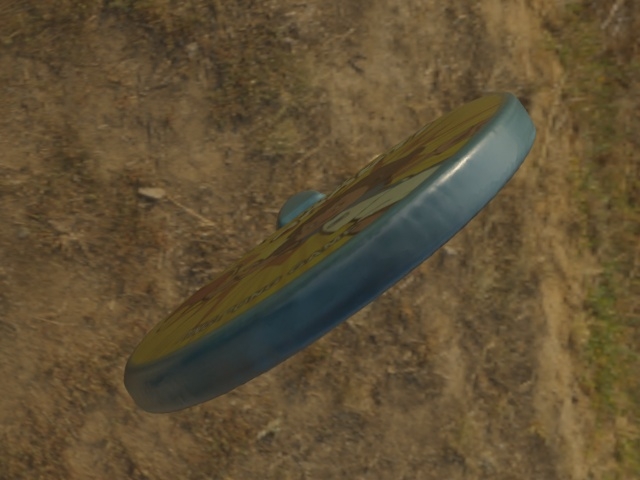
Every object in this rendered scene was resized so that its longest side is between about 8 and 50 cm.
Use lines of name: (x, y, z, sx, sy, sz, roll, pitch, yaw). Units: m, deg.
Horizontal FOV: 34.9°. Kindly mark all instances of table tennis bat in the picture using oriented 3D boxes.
table tennis bat: (0.000, 0.000, 0.506, 0.215, 0.329, 0.044, -37, 96, 1)
